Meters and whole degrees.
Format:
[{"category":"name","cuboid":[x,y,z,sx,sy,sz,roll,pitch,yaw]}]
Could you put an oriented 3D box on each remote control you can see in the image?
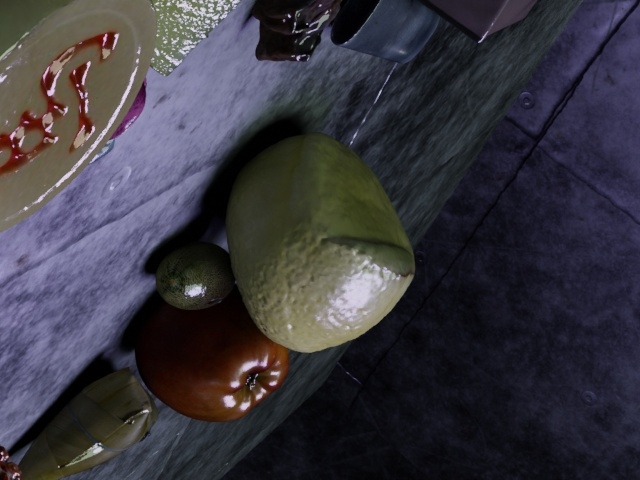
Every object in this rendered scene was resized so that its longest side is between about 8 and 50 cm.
[{"category":"remote control","cuboid":[0.100,-0.313,1.827,0.107,0.044,0.377,-57,168,13]}]

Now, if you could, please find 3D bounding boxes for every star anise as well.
[{"category":"star anise","cuboid":[0.008,-0.299,1.379,0.214,0.099,0.220,-55,172,-28]}]

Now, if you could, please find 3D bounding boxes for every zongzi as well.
[{"category":"zongzi","cuboid":[-0.360,0.308,1.914,0.256,0.115,0.228,-42,172,-10]}]

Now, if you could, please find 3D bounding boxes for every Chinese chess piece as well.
[{"category":"Chinese chess piece","cuboid":[-0.242,-0.120,0.965,0.273,0.102,0.273,-47,169,-12]}]

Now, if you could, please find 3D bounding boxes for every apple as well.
[{"category":"apple","cuboid":[-0.167,0.168,1.922,0.234,0.234,0.234,-47,169,-13]}]

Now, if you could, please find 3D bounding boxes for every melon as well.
[{"category":"melon","cuboid":[-0.179,0.051,1.793,0.099,0.099,0.162,-53,165,15]}]

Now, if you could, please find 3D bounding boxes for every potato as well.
[{"category":"potato","cuboid":[-0.148,-0.229,1.127,0.120,0.081,0.149,9,144,-42]}]

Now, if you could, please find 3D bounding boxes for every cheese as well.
[{"category":"cheese","cuboid":[-0.210,-0.121,1.258,0.095,0.038,0.145,-41,172,-34]}]

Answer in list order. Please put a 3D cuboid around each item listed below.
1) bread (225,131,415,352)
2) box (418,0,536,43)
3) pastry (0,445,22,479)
[{"category":"bread","cuboid":[-0.010,0.005,1.830,0.237,0.321,0.320,-28,173,13]},{"category":"box","cuboid":[0.232,-0.415,1.644,0.153,0.188,0.252,-35,159,-53]},{"category":"pastry","cuboid":[-0.468,0.331,1.567,0.208,0.115,0.097,-52,-179,-1]}]
